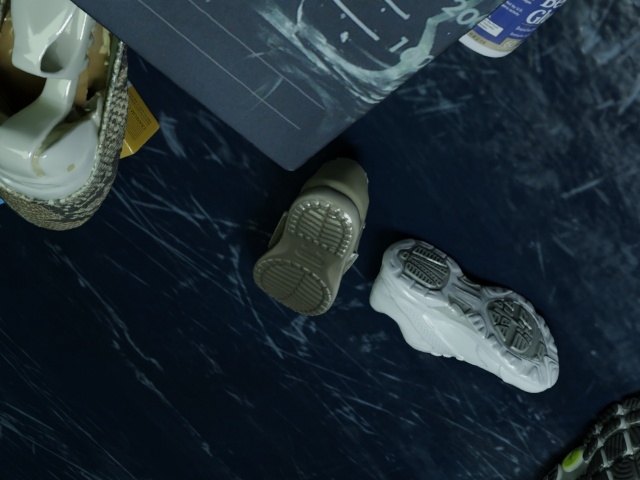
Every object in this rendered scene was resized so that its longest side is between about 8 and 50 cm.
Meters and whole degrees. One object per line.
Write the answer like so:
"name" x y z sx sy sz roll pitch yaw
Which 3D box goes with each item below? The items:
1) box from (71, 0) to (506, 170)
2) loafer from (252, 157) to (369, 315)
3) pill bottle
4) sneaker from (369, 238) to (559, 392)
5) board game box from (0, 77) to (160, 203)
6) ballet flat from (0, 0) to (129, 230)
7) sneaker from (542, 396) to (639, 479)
"box" -0.021 -0.377 0.626 0.480 0.297 0.472 37 131 -19
"loafer" 0.000 0.000 1.128 0.102 0.092 0.268 33 150 -1
"pill bottle" 0.176 -0.236 0.834 0.094 0.094 0.169 39 134 -8
"sneaker" 0.157 0.096 1.142 0.232 0.090 0.115 37 141 6
"board game box" -0.375 -0.170 1.183 0.317 0.064 0.242 -16 119 35
"ballet flat" -0.255 -0.180 0.966 0.164 0.182 0.482 16 121 -8
"sneaker" 0.360 0.274 1.192 0.118 0.107 0.279 18 139 -14
